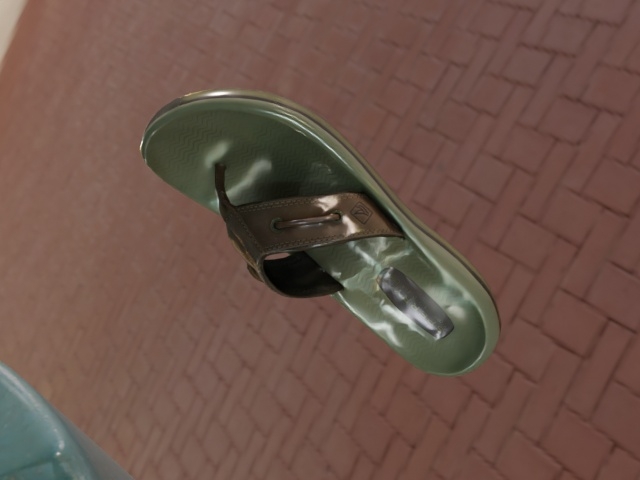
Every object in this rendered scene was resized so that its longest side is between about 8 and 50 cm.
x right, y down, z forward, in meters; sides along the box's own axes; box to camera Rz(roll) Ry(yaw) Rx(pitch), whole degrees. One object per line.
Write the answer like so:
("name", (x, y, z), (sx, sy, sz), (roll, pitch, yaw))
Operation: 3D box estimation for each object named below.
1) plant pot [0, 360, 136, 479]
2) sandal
("plant pot", (-0.165, 0.224, 0.561), (0.341, 0.334, 0.341), (-6, 56, 9))
("sandal", (0.002, 0.000, 0.910), (0.120, 0.303, 0.086), (-51, 4, 40))
